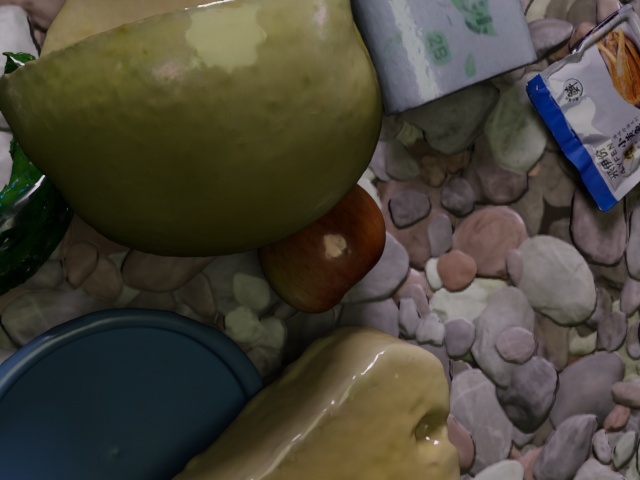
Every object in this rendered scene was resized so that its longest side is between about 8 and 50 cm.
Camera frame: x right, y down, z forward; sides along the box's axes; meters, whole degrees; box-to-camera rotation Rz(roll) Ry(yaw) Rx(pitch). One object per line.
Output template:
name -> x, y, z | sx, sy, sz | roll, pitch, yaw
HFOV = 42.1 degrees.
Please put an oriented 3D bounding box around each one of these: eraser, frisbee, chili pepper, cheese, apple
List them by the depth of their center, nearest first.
apple -> -0.086, -0.110, 0.652 | 0.257, 0.295, 0.233 | -27, 123, 7
chili pepper -> -0.282, -0.018, 0.698 | 0.122, 0.065, 0.279 | 33, 80, -8
frisbee -> -0.178, 0.198, 0.742 | 0.289, 0.049, 0.290 | -4, 99, -27
apple -> -0.001, 0.001, 0.761 | 0.102, 0.126, 0.126 | 42, 79, -2
cheese -> 0.016, 0.311, 0.770 | 0.383, 0.104, 0.384 | -3, 97, -26
eraser -> 0.106, -0.256, 0.810 | 0.174, 0.081, 0.227 | -23, 98, -17

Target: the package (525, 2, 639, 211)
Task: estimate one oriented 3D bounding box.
package -> 0.325, -0.146, 0.915 | 0.173, 0.027, 0.171 | -39, 103, -17
